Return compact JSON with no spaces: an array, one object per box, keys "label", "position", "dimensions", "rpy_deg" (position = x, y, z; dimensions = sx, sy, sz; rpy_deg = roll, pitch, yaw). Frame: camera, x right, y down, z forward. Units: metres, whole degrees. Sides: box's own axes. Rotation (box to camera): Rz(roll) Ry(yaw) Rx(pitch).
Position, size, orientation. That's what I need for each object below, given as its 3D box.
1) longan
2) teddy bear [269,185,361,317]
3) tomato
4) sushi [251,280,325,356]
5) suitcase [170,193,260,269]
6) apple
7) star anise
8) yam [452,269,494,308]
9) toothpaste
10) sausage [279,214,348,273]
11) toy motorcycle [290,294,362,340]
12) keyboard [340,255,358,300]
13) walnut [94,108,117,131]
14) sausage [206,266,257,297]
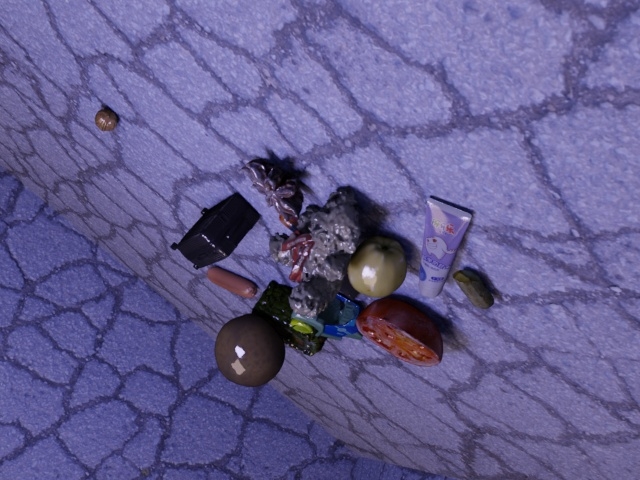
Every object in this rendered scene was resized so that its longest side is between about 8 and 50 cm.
[{"label":"longan","position":[-0.302,0.467,2.271],"dimensions":[0.318,0.319,0.319],"rpy_deg":[26,150,16]},{"label":"teddy bear","position":[0.000,0.000,1.640],"dimensions":[0.224,0.357,0.368],"rpy_deg":[0,129,-22]},{"label":"tomato","position":[0.294,0.312,1.915],"dimensions":[0.338,0.144,0.338],"rpy_deg":[28,155,14]},{"label":"sushi","position":[-0.118,0.362,2.387],"dimensions":[0.351,0.178,0.294],"rpy_deg":[24,149,20]},{"label":"suitcase","position":[-0.406,-0.032,2.042],"dimensions":[0.152,0.230,0.335],"rpy_deg":[44,151,-17]},{"label":"apple","position":[0.178,0.082,1.653],"dimensions":[0.200,0.200,0.200],"rpy_deg":[26,150,16]},{"label":"star anise","position":[-0.133,-0.172,1.676],"dimensions":[0.236,0.109,0.223],"rpy_deg":[35,157,31]},{"label":"yam","position":[0.450,0.138,1.567],"dimensions":[0.069,0.070,0.146],"rpy_deg":[-7,130,51]},{"label":"toothpaste","position":[0.339,0.026,1.527],"dimensions":[0.125,0.080,0.371],"rpy_deg":[27,143,22]},{"label":"sausage","position":[-0.012,0.003,1.841],"dimensions":[0.347,0.053,0.053],"rpy_deg":[38,152,5]},{"label":"toy motorcycle","position":[0.056,0.289,2.113],"dimensions":[0.326,0.191,0.200],"rpy_deg":[22,151,-4]},{"label":"keyboard","position":[0.128,0.133,1.941],"dimensions":[0.106,0.027,0.317],"rpy_deg":[36,152,6]},{"label":"walnut","position":[-0.801,-0.448,1.995],"dimensions":[0.078,0.083,0.096],"rpy_deg":[17,160,-29]},{"label":"sausage","position":[-0.429,0.200,2.571],"dimensions":[0.289,0.086,0.086],"rpy_deg":[21,149,26]}]
